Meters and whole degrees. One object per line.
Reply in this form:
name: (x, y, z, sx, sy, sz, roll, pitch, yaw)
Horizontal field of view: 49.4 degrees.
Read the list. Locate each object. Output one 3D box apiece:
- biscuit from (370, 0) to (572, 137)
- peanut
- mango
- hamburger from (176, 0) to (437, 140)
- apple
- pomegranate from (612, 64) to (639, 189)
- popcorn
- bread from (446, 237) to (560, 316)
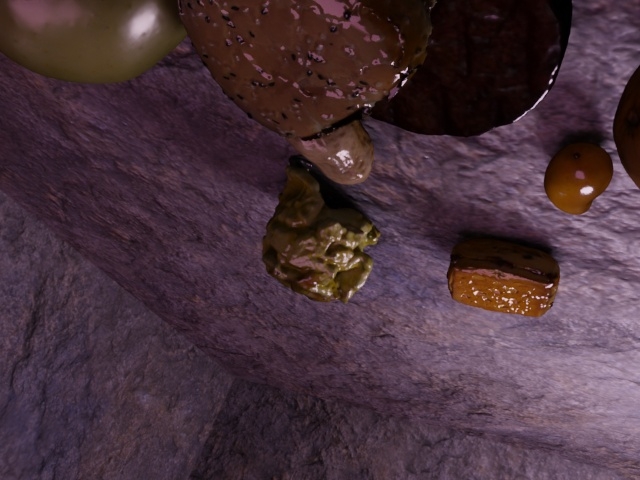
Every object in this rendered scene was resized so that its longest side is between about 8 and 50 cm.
biscuit: (0.143, -0.314, 0.976, 0.408, 0.091, 0.407, 20, 152, 11)
peanut: (0.020, -0.189, 1.277, 0.129, 0.129, 0.224, -1, 151, 42)
mango: (0.424, -0.101, 1.154, 0.102, 0.084, 0.184, 12, 163, 15)
hamburger: (-0.028, -0.292, 0.861, 0.277, 0.195, 0.318, 38, 148, -24)
apple: (-0.314, -0.381, 0.938, 0.357, 0.357, 0.357, 19, 154, 10)
pomegranate: (0.485, -0.136, 0.854, 0.248, 0.248, 0.248, 19, 154, 10)
popcorn: (-0.004, 0.008, 1.553, 0.293, 0.237, 0.293, 22, 158, 9)
bread: (0.394, 0.077, 1.510, 0.235, 0.099, 0.210, 10, 154, 16)
